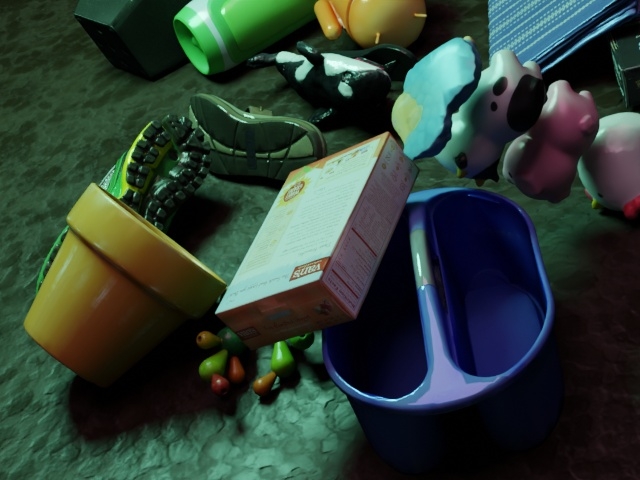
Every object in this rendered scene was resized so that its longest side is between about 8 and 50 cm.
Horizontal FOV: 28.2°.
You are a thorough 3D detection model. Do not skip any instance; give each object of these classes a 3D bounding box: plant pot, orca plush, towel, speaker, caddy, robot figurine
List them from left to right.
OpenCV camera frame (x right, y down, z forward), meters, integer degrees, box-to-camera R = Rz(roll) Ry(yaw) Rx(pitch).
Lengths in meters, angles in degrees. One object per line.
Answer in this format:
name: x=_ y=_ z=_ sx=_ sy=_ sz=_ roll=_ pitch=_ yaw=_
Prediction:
plant pot: x=-0.250 y=0.066 z=1.535 sx=0.188 sy=0.205 sz=0.205 roll=-52 pitch=42 yaw=-3
plant pot: x=-0.296 y=-0.381 z=2.137 sx=0.188 sy=0.187 sz=0.167 roll=26 pitch=69 yaw=44
speaker: x=-0.088 y=-0.387 z=2.076 sx=0.296 sy=0.131 sz=0.131 roll=-33 pitch=38 yaw=-16
orca plush: x=-0.012 y=-0.217 z=1.853 sx=0.287 sy=0.151 sz=0.102 roll=23 pitch=86 yaw=40
robot figurine: x=0.082 y=-0.365 z=1.968 sx=0.158 sy=0.128 sz=0.219 roll=9 pitch=26 yaw=-28
caddy: x=0.125 y=0.078 z=1.351 sx=0.241 sy=0.179 sz=0.341 roll=-14 pitch=37 yaw=8
towel: x=0.344 y=-0.355 z=1.841 sx=0.243 sy=0.040 sz=0.336 roll=-34 pitch=28 yaw=30

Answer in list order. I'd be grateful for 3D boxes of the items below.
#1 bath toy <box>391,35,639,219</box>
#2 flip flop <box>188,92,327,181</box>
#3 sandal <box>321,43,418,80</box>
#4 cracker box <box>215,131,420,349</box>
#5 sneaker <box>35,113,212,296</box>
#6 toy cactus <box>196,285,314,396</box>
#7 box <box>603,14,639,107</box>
bath toy: x=0.250 y=-0.106 z=1.454 sx=0.151 sy=0.348 sz=0.129 roll=-38 pitch=47 yaw=45
flip flop: x=-0.087 y=-0.147 z=1.808 sx=0.277 sy=0.112 sz=0.080 roll=13 pitch=23 yaw=40
sandal: x=0.069 y=-0.253 z=1.891 sx=0.179 sy=0.067 sz=0.040 roll=3 pitch=50 yaw=39
cracker box: x=0.000 y=0.000 z=1.371 sx=0.156 sy=0.067 sz=0.232 roll=-19 pitch=32 yaw=40
sneaker: x=-0.269 y=-0.007 z=1.720 sx=0.343 sy=0.134 sz=0.146 roll=-58 pitch=13 yaw=-30
toy cactus: x=-0.072 y=0.089 z=1.511 sx=0.219 sy=0.112 sz=0.180 roll=-44 pitch=32 yaw=-15
box: x=0.532 y=-0.316 z=1.734 sx=0.296 sy=0.073 sz=0.293 roll=-14 pitch=39 yaw=11
